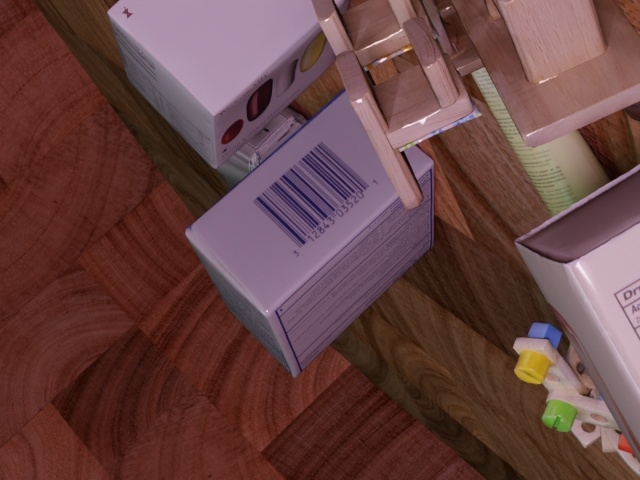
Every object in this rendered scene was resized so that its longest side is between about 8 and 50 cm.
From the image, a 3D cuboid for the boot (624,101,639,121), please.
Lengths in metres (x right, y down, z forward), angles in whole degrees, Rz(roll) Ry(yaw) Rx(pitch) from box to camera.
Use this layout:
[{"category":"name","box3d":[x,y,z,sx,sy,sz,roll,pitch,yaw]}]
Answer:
[{"category":"boot","box3d":[0.226,-0.109,0.759,0.106,0.037,0.114,50,173,-29]}]

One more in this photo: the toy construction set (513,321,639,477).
[{"category":"toy construction set","box3d":[0.314,0.175,1.147,0.215,0.151,0.327,15,165,22]}]

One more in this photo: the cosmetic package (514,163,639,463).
[{"category":"cosmetic package","box3d":[0.264,0.094,0.709,0.296,0.153,0.129,61,178,-8]}]

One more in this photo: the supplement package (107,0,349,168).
[{"category":"supplement package","box3d":[-0.091,-0.210,1.190,0.149,0.194,0.203,45,170,5]}]

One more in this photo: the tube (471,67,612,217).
[{"category":"tube","box3d":[0.200,-0.069,0.965,0.070,0.062,0.240,-27,106,33]}]

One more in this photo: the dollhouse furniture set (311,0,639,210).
[{"category":"dollhouse furniture set","box3d":[0.120,-0.127,0.659,0.242,0.212,0.161,-105,-12,-47]}]

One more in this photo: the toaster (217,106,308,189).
[{"category":"toaster","box3d":[-0.063,-0.109,1.646,0.146,0.129,0.227,34,162,44]}]

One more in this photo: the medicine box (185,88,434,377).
[{"category":"medicine box","box3d":[0.000,0.000,1.422,0.149,0.263,0.289,44,169,18]}]
